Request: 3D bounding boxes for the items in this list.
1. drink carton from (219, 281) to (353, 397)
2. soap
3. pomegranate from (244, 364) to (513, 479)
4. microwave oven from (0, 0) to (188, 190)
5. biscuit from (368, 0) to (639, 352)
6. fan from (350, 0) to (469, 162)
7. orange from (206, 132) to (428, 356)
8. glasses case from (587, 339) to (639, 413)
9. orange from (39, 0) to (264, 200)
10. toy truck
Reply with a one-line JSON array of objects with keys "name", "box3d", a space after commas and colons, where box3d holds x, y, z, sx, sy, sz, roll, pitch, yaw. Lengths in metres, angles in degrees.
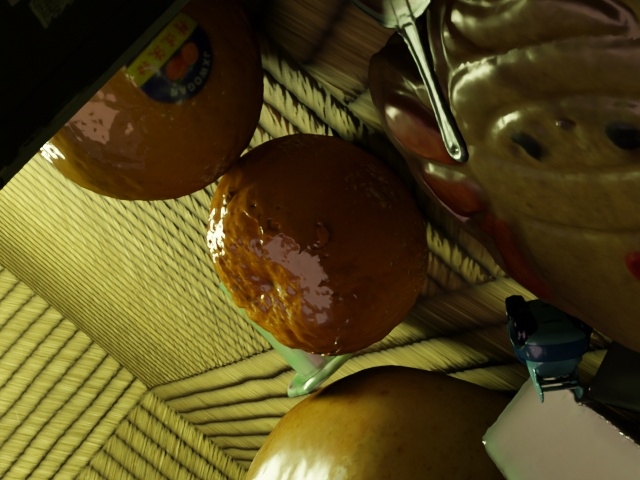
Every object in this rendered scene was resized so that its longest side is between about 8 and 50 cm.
[{"name": "drink carton", "box3d": [-0.021, 0.063, 1.038, 0.142, 0.144, 0.146, 47, 159, -5]}, {"name": "soap", "box3d": [0.283, 0.239, 0.758, 0.285, 0.107, 0.296, 35, -178, -8]}, {"name": "pomegranate", "box3d": [0.107, 0.338, 1.047, 0.417, 0.416, 0.416, 33, 159, 15]}, {"name": "microwave oven", "box3d": [-0.201, -0.194, 0.567, 0.237, 0.295, 0.181, 21, 152, 40]}, {"name": "biscuit", "box3d": [0.179, -0.043, 0.581, 0.381, 0.074, 0.359, 46, 157, -27]}, {"name": "fan", "box3d": [0.040, -0.144, 0.546, 0.220, 0.009, 0.132, 69, 161, -9]}, {"name": "orange", "box3d": [0.000, 0.000, 0.834, 0.193, 0.161, 0.193, 31, 146, 24]}, {"name": "glasses case", "box3d": [0.283, 0.106, 0.694, 0.191, 0.072, 0.042, 12, 153, 51]}, {"name": "orange", "box3d": [-0.147, -0.132, 0.774, 0.219, 0.193, 0.219, 42, 177, 3]}, {"name": "toy truck", "box3d": [0.181, 0.073, 0.803, 0.136, 0.063, 0.074, -75, -23, -73]}]
